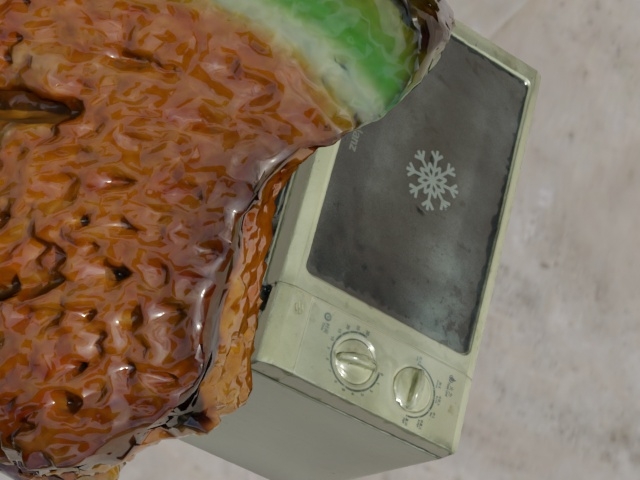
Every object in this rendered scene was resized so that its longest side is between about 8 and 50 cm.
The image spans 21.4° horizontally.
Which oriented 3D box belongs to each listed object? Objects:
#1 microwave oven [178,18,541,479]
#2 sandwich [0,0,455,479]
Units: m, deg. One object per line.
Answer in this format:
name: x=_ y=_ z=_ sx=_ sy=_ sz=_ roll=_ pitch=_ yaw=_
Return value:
microwave oven: x=0.000 y=0.000 z=0.968 sx=0.145 sy=0.240 sz=0.194 roll=29 pitch=152 yaw=-27
sandwich: x=-0.084 y=-0.026 z=0.751 sx=0.250 sy=0.162 sz=0.301 roll=18 pitch=94 yaw=12
